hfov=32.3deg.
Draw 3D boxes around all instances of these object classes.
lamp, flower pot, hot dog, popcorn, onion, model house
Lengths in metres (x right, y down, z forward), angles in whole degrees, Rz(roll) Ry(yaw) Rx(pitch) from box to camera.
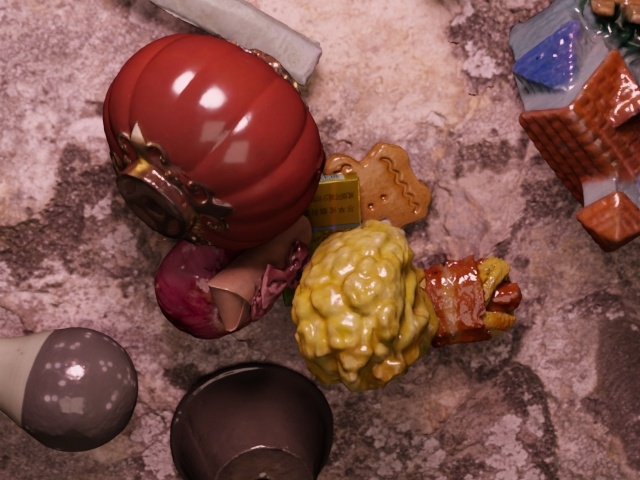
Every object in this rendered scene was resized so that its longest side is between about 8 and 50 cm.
[{"bbox_3d":[-0.417,0.195,1.584,0.314,0.182,0.181,18,108,-12],"label":"lamp"},{"bbox_3d":[-0.098,0.339,1.703,0.269,0.166,0.269,-3,110,-8],"label":"flower pot"},{"bbox_3d":[-0.141,-0.127,1.437,0.303,0.303,0.257,51,62,-23],"label":"lamp"},{"bbox_3d":[0.202,0.100,1.686,0.213,0.103,0.146,-15,116,-1],"label":"hot dog"},{"bbox_3d":[0.065,0.083,1.522,0.174,0.286,0.225,2,96,22],"label":"popcorn"},{"bbox_3d":[-0.152,0.058,1.588,0.177,0.153,0.177,-5,121,-8],"label":"onion"},{"bbox_3d":[0.404,-0.155,1.468,0.252,0.329,0.295,-30,115,28],"label":"model house"}]

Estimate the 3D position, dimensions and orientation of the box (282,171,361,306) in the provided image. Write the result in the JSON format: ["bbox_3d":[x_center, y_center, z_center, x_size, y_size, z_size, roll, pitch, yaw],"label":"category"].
[{"bbox_3d":[0.000,0.000,1.615,0.121,0.030,0.193,-6,115,-6],"label":"box"}]

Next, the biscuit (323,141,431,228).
[{"bbox_3d":[0.041,-0.037,1.641,0.249,0.035,0.184,-30,113,4],"label":"biscuit"}]

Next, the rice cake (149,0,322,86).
[{"bbox_3d":[-0.150,-0.313,1.483,0.336,0.063,0.066,27,102,-19],"label":"rice cake"}]

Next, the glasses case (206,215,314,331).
[{"bbox_3d":[-0.061,0.054,1.515,0.193,0.070,0.102,-42,124,-40],"label":"glasses case"}]
